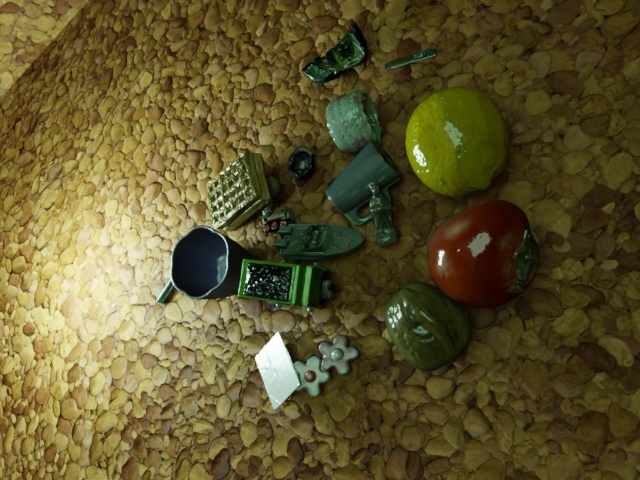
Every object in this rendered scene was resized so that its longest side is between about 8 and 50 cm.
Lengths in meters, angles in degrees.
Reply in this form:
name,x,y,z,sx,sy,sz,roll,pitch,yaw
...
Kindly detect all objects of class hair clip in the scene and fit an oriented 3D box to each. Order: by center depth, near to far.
name,x,y,z,sx,sy,sz,roll,pitch,yaw
hair clip,0.012,0.426,1.833,0.257,0.075,0.146,-39,60,9

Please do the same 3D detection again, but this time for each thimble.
name,x,y,z,sx,sy,sz,roll,pitch,yaw
thimble,0.122,-0.411,1.907,0.149,0.185,0.211,-17,106,24

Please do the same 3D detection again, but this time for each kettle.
name,x,y,z,sx,sy,sz,roll,pitch,yaw
kettle,0.159,-0.187,1.870,0.243,0.160,0.210,-42,93,20

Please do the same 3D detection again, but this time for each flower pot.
name,x,y,z,sx,sy,sz,roll,pitch,yaw
flower pot,-0.373,0.096,1.996,0.265,0.243,0.265,-7,76,27

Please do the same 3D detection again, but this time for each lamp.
name,x,y,z,sx,sy,sz,roll,pitch,yaw
lamp,-0.196,-0.163,2.043,0.091,0.091,0.163,-10,66,24

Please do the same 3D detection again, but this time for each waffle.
name,x,y,z,sx,sy,sz,roll,pitch,yaw
waffle,-0.316,-0.186,2.054,0.308,0.091,0.213,-31,65,43

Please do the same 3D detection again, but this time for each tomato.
name,x,y,z,sx,sy,sz,roll,pitch,yaw
tomato,0.462,0.039,1.565,0.321,0.321,0.322,-6,76,25

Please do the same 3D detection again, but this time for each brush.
name,x,y,z,sx,sy,sz,roll,pitch,yaw
brush,0.320,-0.653,1.943,0.190,0.027,0.034,-9,73,25

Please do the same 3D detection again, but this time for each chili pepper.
name,x,y,z,sx,sy,sz,roll,pitch,yaw
chili pepper,0.062,-0.679,2.040,0.264,0.116,0.148,-28,79,19

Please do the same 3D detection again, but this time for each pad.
name,x,y,z,sx,sy,sz,roll,pitch,yaw
pad,-0.154,0.452,1.891,0.156,0.004,0.232,-49,46,23

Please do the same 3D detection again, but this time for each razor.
name,x,y,z,sx,sy,sz,roll,pitch,yaw
razor,-0.585,0.142,2.200,0.111,0.056,0.278,34,102,-8

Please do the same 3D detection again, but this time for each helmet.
name,x,y,z,sx,sy,sz,roll,pitch,yaw
helmet,-0.067,-0.282,2.025,0.098,0.070,0.123,10,76,21

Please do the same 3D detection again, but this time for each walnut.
name,x,y,z,sx,sy,sz,roll,pitch,yaw
walnut,0.316,0.252,1.627,0.227,0.283,0.283,-34,63,-12

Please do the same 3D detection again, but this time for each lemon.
name,x,y,z,sx,sy,sz,roll,pitch,yaw
lemon,0.418,-0.301,1.665,0.336,0.336,0.336,-6,76,25

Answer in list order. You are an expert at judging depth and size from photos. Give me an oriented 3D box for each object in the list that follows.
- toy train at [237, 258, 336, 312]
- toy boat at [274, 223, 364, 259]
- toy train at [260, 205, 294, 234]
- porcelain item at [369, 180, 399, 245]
name,x,y,z,sx,sy,sz,roll,pitch,yaw
toy train,-0.111,0.147,1.853,0.307,0.249,0.174,5,83,26
toy boat,0.000,0.000,1.906,0.319,0.092,0.141,1,51,18
toy train,-0.164,-0.074,2.040,0.137,0.050,0.087,-15,68,24
porcelain item,0.205,-0.093,1.800,0.081,0.069,0.216,-9,102,18
